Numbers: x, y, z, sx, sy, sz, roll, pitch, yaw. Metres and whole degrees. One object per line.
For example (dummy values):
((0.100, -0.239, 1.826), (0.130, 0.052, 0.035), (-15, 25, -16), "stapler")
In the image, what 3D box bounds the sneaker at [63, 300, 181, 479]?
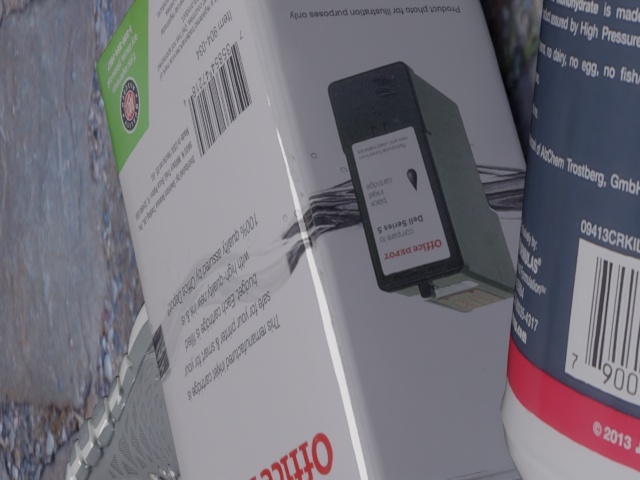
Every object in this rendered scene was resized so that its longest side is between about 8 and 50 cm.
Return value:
((-0.081, 0.139, 1.032), (0.132, 0.086, 0.229), (58, 140, 42), "sneaker")

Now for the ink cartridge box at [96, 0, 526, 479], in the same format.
((0.000, 0.000, 0.804), (0.198, 0.115, 0.273), (-42, 58, 60), "ink cartridge box")

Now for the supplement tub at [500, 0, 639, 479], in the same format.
((0.149, -0.057, 0.430), (0.191, 0.191, 0.272), (28, 117, 60), "supplement tub")
